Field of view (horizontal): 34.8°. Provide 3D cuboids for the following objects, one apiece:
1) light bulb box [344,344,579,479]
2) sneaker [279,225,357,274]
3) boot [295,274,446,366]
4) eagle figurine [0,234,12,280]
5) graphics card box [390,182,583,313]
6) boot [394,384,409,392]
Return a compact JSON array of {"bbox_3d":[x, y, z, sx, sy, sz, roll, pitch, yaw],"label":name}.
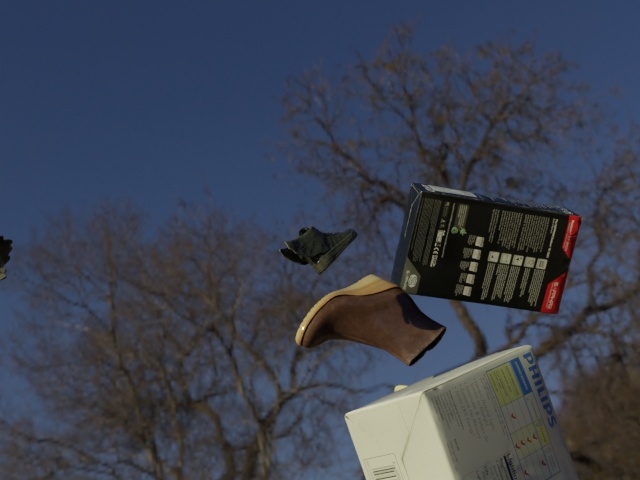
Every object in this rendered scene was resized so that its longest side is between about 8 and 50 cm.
[{"bbox_3d":[0.293,0.434,2.013,0.361,0.357,0.225,-14,-7,-45],"label":"light bulb box"},{"bbox_3d":[-0.001,0.001,1.892,0.051,0.089,0.170,-45,1,43],"label":"sneaker"},{"bbox_3d":[0.099,0.179,2.011,0.248,0.207,0.090,-33,-34,-29],"label":"boot"},{"bbox_3d":[-0.743,0.116,1.992,0.226,0.298,0.225,11,-23,28],"label":"eagle figurine"},{"bbox_3d":[0.355,0.020,2.203,0.371,0.094,0.232,7,-75,-13],"label":"graphics card box"},{"bbox_3d":[0.264,0.479,2.455,0.262,0.203,0.095,24,-15,12],"label":"boot"}]
